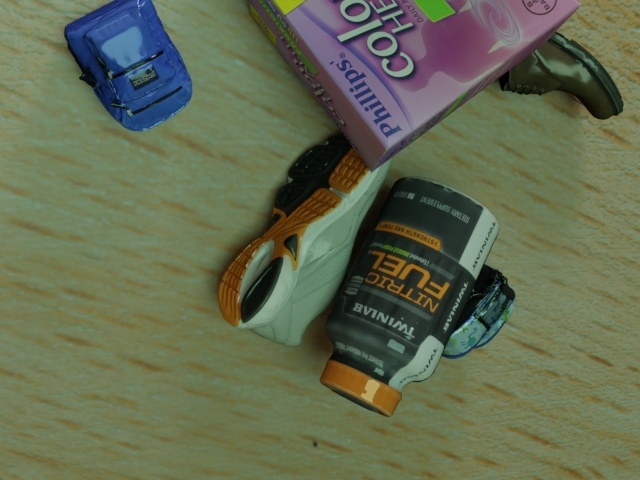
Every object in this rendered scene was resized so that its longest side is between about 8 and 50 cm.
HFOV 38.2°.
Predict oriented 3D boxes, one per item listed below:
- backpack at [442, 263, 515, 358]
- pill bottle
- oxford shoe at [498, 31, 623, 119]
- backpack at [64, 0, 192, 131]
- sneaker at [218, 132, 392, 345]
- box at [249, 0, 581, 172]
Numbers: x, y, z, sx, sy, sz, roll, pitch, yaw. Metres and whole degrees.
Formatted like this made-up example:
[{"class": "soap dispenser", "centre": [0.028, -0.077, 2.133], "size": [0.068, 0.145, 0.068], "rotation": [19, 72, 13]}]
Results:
[{"class": "backpack", "centre": [0.164, 0.081, 1.091], "size": [0.114, 0.105, 0.084], "rotation": [-48, 128, -4]}, {"class": "pill bottle", "centre": [0.090, 0.065, 1.007], "size": [0.130, 0.130, 0.246], "rotation": [32, 77, -25]}, {"class": "oxford shoe", "centre": [0.252, -0.200, 1.064], "size": [0.227, 0.083, 0.096], "rotation": [34, 100, -17]}, {"class": "backpack", "centre": [-0.183, -0.167, 0.899], "size": [0.098, 0.101, 0.120], "rotation": [-27, 116, -4]}, {"class": "sneaker", "centre": [0.000, 0.000, 1.028], "size": [0.262, 0.099, 0.121], "rotation": [-52, 136, -3]}, {"class": "box", "centre": [0.088, -0.231, 0.924], "size": [0.243, 0.117, 0.213], "rotation": [-37, 87, -6]}]
